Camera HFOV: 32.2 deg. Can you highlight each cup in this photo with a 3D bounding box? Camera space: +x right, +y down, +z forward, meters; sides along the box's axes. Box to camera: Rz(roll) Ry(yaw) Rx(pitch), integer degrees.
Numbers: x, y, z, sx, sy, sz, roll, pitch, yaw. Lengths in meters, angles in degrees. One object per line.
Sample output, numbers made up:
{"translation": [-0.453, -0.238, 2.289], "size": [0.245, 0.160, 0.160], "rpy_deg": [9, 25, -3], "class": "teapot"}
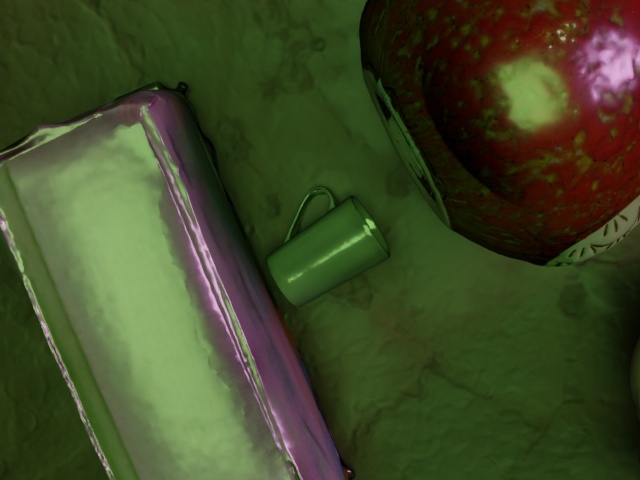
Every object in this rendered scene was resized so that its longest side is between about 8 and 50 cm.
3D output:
{"translation": [0.000, 0.002, 0.845], "size": [0.083, 0.054, 0.075], "rpy_deg": [-32, 94, 10], "class": "cup"}

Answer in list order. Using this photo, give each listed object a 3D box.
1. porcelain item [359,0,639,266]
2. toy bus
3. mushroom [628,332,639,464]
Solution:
{"translation": [0.154, -0.113, 0.728], "size": [0.253, 0.253, 0.253], "rpy_deg": [1, 96, 5], "class": "porcelain item"}
{"translation": [-0.111, 0.084, 0.809], "size": [0.171, 0.162, 0.386], "rpy_deg": [-23, 94, 6], "class": "toy bus"}
{"translation": [0.364, 0.133, 0.691], "size": [0.314, 0.336, 0.314], "rpy_deg": [0, 102, -2], "class": "mushroom"}
